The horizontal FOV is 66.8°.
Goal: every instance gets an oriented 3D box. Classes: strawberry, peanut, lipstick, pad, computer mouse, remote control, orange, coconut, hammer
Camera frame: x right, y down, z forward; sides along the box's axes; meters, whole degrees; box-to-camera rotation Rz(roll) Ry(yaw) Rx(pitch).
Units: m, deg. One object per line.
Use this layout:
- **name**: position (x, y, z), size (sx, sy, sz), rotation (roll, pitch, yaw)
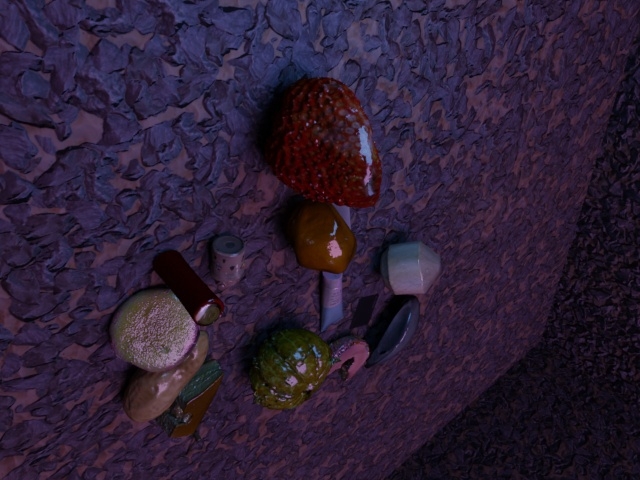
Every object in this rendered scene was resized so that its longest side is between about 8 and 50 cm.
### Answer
- **strawberry**: position (0.018, -0.218, 1.161), size (0.268, 0.351, 0.311), rotation (-23, 139, -18)
- **peanut**: position (-0.432, 0.376, 1.355), size (0.318, 0.147, 0.147), rotation (-48, 140, 2)
- **lipstick**: position (-0.322, 0.110, 1.174), size (0.080, 0.241, 0.080), rotation (-25, 134, -29)
- **pad**: position (0.177, 0.287, 1.958), size (0.112, 0.003, 0.157), rotation (-7, 124, -40)
- **computer mouse**: position (0.322, 0.404, 2.050), size (0.373, 0.114, 0.203), rotation (-59, 169, 7)
- **remote control**: position (0.061, -0.078, 1.559), size (0.077, 0.022, 0.244), rotation (-28, 136, -21)
- **orange**: position (0.000, 0.000, 1.413), size (0.183, 0.249, 0.249), rotation (-34, 140, 5)
- **coconut**: position (0.338, 0.101, 1.791), size (0.222, 0.202, 0.202), rotation (-9, 143, 19)
- **hammer**: position (-0.444, 0.712, 1.688), size (0.019, 0.035, 0.110), rotation (3, 126, -43)
- **orange**: position (-0.105, 0.430, 1.641), size (0.300, 0.223, 0.301), rotation (0, 125, -48)

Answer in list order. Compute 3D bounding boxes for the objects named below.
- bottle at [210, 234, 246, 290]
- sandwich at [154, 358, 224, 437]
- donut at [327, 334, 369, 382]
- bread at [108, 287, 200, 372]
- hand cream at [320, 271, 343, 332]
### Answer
- **bottle**: position (-0.254, 0.066, 1.328), size (0.099, 0.099, 0.152), rotation (-19, 138, -32)
- **sandwich**: position (-0.399, 0.472, 1.478), size (0.128, 0.122, 0.235), rotation (18, 104, -52)
- **donut**: position (0.099, 0.466, 1.958), size (0.199, 0.085, 0.233), rotation (-49, 140, -2)
- **bread**: position (-0.425, 0.235, 1.257), size (0.229, 0.033, 0.228), rotation (-3, 97, -23)
- **hand cream**: position (0.042, 0.212, 1.745), size (0.111, 0.070, 0.312), rotation (-29, 143, -26)
